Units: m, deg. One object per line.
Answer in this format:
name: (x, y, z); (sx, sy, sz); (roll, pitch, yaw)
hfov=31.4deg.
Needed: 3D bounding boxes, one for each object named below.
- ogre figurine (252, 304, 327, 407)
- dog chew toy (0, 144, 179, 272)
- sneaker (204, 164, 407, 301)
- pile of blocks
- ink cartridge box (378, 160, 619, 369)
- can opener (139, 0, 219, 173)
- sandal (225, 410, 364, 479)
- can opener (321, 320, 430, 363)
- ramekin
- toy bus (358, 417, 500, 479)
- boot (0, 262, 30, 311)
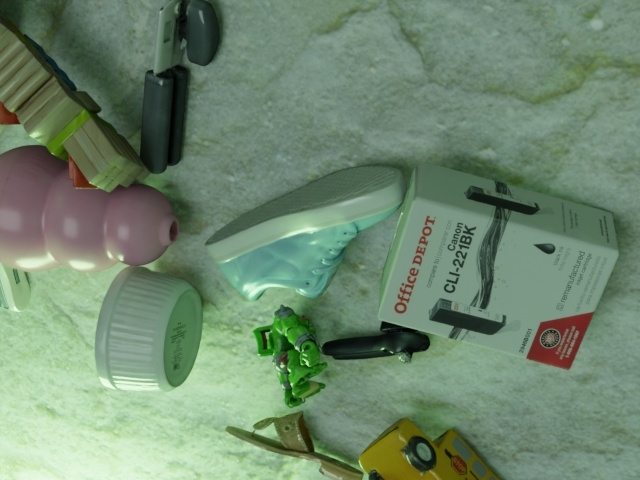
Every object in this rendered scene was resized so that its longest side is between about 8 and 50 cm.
ogre figurine: (-0.045, 0.176, 1.768); (0.097, 0.197, 0.118); (-26, 67, -1)
dog chew toy: (-0.385, -0.040, 1.818); (0.332, 0.206, 0.206); (9, 116, 17)
sneaker: (0.000, 0.000, 1.672); (0.366, 0.135, 0.150); (-18, 111, 42)
pile of blocks: (-0.422, -0.199, 1.719); (0.112, 0.149, 0.362); (-42, 91, 7)
ink cartridge box: (0.229, 0.033, 1.510); (0.273, 0.114, 0.197); (15, 120, 1)
can opener: (-0.212, -0.228, 1.705); (0.095, 0.076, 0.283); (21, 122, 20)
sandal: (-0.032, 0.322, 1.873); (0.240, 0.088, 0.079); (21, 89, 11)
can opener: (0.086, 0.160, 1.739); (0.186, 0.073, 0.059); (-18, 142, 37)
ramekin: (-0.270, 0.148, 1.836); (0.109, 0.207, 0.207); (8, 116, 14)
toy bus: (0.216, 0.406, 1.725); (0.332, 0.130, 0.108); (47, 126, 2)
boot: (-0.581, 0.040, 2.032); (0.086, 0.069, 0.190); (9, 118, 22)
